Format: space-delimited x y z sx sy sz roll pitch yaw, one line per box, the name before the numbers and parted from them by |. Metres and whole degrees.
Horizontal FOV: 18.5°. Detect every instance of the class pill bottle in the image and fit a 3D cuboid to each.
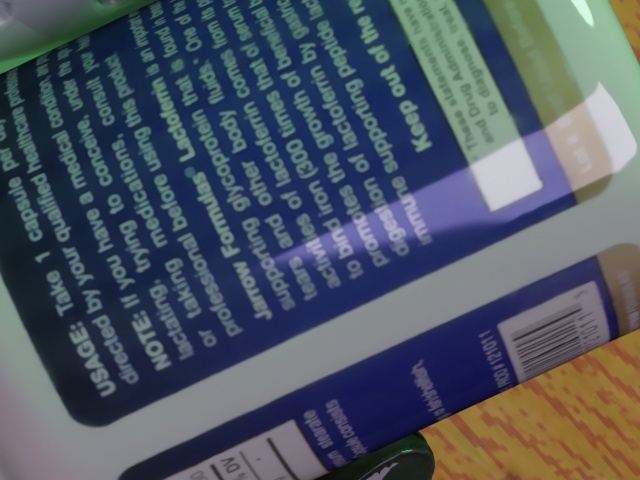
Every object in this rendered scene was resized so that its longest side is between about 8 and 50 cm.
pill bottle | -0.033 0.003 0.598 0.264 0.153 0.153 -25 119 1

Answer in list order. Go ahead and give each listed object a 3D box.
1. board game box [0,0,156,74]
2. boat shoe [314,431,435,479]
board game box | -0.043 -0.196 0.487 0.390 0.050 0.390 -17 148 -24
boat shoe | -0.002 0.125 0.752 0.133 0.042 0.049 -44 120 -9
